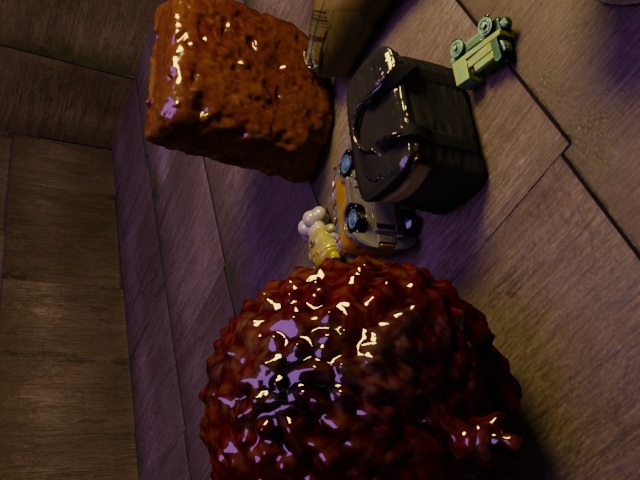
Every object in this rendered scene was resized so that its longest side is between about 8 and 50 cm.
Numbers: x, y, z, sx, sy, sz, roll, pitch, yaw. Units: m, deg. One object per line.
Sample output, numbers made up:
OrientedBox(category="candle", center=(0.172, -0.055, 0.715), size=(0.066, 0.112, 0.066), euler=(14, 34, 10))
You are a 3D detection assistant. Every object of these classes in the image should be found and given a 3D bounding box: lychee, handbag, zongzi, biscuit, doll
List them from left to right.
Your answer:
OrientedBox(category="biscuit", center=(-0.167, -0.331, 1.388), size=(0.166, 0.394, 0.343), euler=(-31, 56, 51))
OrientedBox(category="doll", center=(0.000, 0.000, 1.350), size=(0.106, 0.062, 0.163), euler=(-57, 37, 30))
OrientedBox(category="zongzi", center=(0.081, -0.433, 1.262), size=(0.289, 0.122, 0.260), euler=(38, 120, 53))
OrientedBox(category="lychee", center=(0.058, 0.226, 0.839), size=(0.500, 0.424, 0.425), euler=(2, 85, 59))
OrientedBox(category="handbag", center=(0.134, -0.171, 1.034), size=(0.181, 0.181, 0.255), euler=(-38, 50, 50))

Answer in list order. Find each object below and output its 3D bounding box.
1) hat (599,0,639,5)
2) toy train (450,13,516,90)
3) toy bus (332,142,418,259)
OrientedBox(category="hat", center=(0.368, -0.415, 0.757), size=(0.252, 0.109, 0.252), euler=(-25, 61, 56))
OrientedBox(category="toy train", center=(0.249, -0.291, 0.998), size=(0.122, 0.050, 0.081), euler=(-29, 63, 54))
OrientedBox(category="toy bus", center=(0.086, -0.065, 1.158), size=(0.136, 0.126, 0.210), euler=(136, 133, -60))
